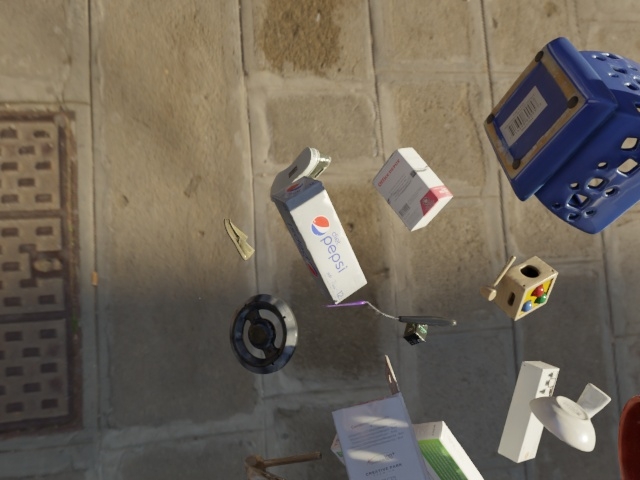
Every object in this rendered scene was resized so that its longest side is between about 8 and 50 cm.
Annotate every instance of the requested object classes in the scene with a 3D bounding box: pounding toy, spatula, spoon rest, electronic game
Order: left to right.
[{"bbox_3d":[-0.167,0.269,1.539,0.229,0.048,0.229,-4,82,27],"label":"electronic game"},{"bbox_3d":[-0.054,0.441,0.938,0.154,0.270,0.154,-60,143,-16],"label":"pounding toy"},{"bbox_3d":[0.151,0.159,1.173,0.297,0.084,0.030,11,85,3],"label":"spatula"},{"bbox_3d":[0.537,0.129,1.443,0.206,0.181,0.094,-22,46,-22],"label":"pounding toy"},{"bbox_3d":[0.530,0.371,1.119,0.276,0.137,0.084,2,119,-47],"label":"spoon rest"}]

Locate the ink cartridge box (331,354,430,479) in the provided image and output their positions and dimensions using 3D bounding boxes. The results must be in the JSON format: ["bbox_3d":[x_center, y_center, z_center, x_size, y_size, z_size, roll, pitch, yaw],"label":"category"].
[{"bbox_3d":[0.111,0.385,1.019,0.130,0.309,0.271,-16,67,0],"label":"ink cartridge box"}]

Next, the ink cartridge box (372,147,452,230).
[{"bbox_3d":[0.287,-0.165,1.693,0.092,0.158,0.217,-17,63,-44],"label":"ink cartridge box"}]

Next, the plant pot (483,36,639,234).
[{"bbox_3d":[0.423,-0.181,0.890,0.212,0.236,0.235,14,45,-22],"label":"plant pot"}]

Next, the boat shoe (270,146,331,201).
[{"bbox_3d":[-0.054,-0.157,1.370,0.070,0.219,0.077,12,60,-33],"label":"boat shoe"}]

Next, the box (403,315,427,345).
[{"bbox_3d":[0.341,0.323,1.906,0.052,0.062,0.083,44,42,-17],"label":"box"}]

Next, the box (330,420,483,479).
[{"bbox_3d":[0.218,0.571,1.359,0.232,0.322,0.058,56,37,-20],"label":"box"}]

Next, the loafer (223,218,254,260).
[{"bbox_3d":[-0.257,-0.009,1.679,0.050,0.056,0.148,-30,95,-9],"label":"loafer"}]

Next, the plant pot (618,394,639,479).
[{"bbox_3d":[0.597,0.346,0.716,0.265,0.272,0.272,-4,85,9],"label":"plant pot"}]

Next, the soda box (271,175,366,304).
[{"bbox_3d":[0.000,0.000,1.221,0.098,0.091,0.286,-33,116,-15],"label":"soda box"}]

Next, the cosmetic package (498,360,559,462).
[{"bbox_3d":[0.521,0.425,1.331,0.099,0.060,0.238,11,94,-41],"label":"cosmetic package"}]
